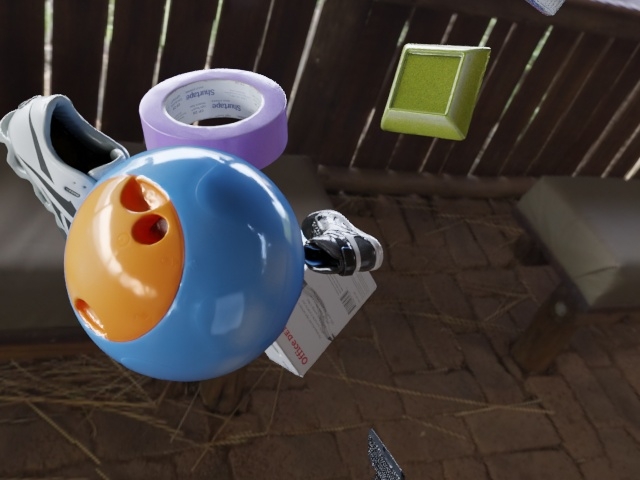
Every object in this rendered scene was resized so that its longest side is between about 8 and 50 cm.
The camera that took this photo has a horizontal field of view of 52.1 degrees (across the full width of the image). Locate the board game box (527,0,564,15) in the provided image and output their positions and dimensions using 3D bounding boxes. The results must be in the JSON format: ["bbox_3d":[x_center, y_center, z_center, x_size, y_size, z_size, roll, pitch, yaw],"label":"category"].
[{"bbox_3d":[0.441,-0.680,1.310,0.318,0.319,0.066,34,15,-9],"label":"board game box"}]

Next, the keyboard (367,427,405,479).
[{"bbox_3d":[0.109,0.423,1.188,0.038,0.100,0.192,-7,8,-10],"label":"keyboard"}]

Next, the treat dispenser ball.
[{"bbox_3d":[-0.163,0.027,0.807,0.288,0.288,0.288,12,40,-10],"label":"treat dispenser ball"}]

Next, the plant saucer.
[{"bbox_3d":[0.213,-0.300,1.273,0.188,0.188,0.045,14,-4,34],"label":"plant saucer"}]

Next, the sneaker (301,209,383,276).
[{"bbox_3d":[0.000,0.000,1.168,0.121,0.079,0.217,-8,22,-35],"label":"sneaker"}]

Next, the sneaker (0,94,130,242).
[{"bbox_3d":[-0.299,-0.054,0.910,0.330,0.146,0.122,53,49,-23],"label":"sneaker"}]

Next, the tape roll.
[{"bbox_3d":[-0.201,-0.230,1.261,0.275,0.090,0.275,0,41,0],"label":"tape roll"}]

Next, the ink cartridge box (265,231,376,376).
[{"bbox_3d":[-0.033,0.135,1.591,0.129,0.223,0.307,18,57,44],"label":"ink cartridge box"}]
